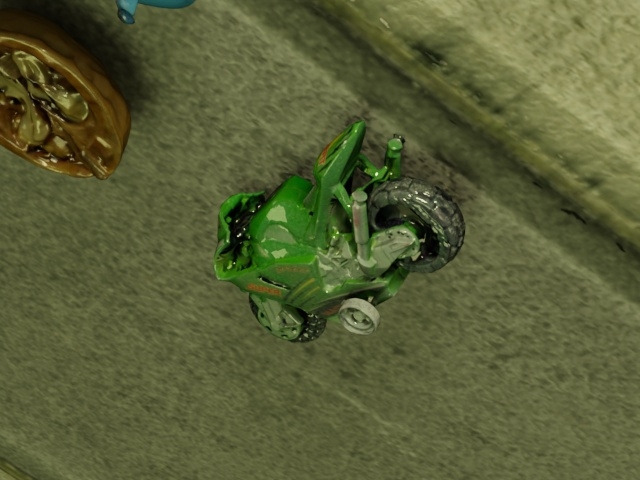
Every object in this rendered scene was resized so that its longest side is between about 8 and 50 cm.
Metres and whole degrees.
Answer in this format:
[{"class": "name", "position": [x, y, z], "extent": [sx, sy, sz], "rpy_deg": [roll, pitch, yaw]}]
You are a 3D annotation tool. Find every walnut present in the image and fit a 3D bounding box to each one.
[{"class": "walnut", "position": [-0.154, -0.090, 0.926], "extent": [0.091, 0.052, 0.121], "rpy_deg": [-20, 127, 41]}]

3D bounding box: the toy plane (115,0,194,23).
[{"class": "toy plane", "position": [-0.161, -0.186, 0.761], "extent": [0.271, 0.105, 0.254], "rpy_deg": [37, 118, -24]}]

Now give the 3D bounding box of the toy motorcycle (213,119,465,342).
[{"class": "toy motorcycle", "position": [0.000, 0.000, 0.945], "extent": [0.106, 0.074, 0.190], "rpy_deg": [44, 140, -11]}]
